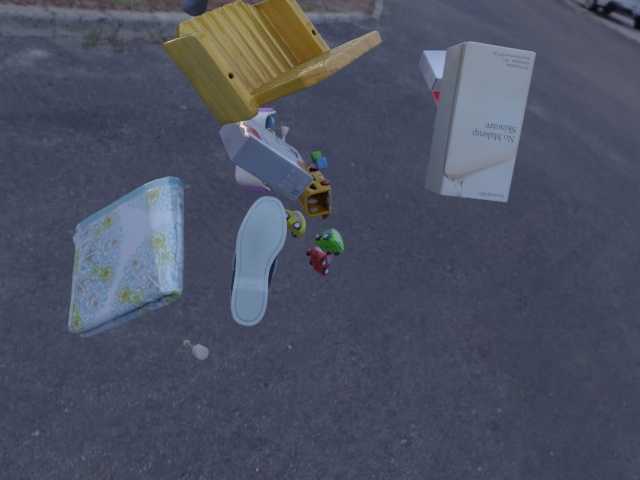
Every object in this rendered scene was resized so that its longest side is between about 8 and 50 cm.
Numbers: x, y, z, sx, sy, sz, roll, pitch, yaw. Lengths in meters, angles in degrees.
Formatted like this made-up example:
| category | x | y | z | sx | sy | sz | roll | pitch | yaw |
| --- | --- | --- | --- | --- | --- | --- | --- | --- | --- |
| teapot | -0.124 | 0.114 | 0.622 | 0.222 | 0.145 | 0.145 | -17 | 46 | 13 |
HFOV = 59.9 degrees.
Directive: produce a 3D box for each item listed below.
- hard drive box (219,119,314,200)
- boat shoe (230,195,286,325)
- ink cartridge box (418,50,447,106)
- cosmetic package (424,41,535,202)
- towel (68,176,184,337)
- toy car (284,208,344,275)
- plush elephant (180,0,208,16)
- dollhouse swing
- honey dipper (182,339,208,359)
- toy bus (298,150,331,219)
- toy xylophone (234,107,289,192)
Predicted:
| category | x | y | z | sx | sy | sz | roll | pitch | yaw |
| --- | --- | --- | --- | --- | --- | --- | --- | --- | --- |
| hard drive box | -0.151 | -0.235 | 1.541 | 0.232 | 0.089 | 0.181 | 29 | 20 | -37 |
| boat shoe | -0.156 | 0.046 | 1.305 | 0.114 | 0.303 | 0.091 | 17 | -5 | -13 |
| ink cartridge box | 0.498 | -0.509 | 1.812 | 0.296 | 0.066 | 0.261 | -5 | 58 | -15 |
| cosmetic package | 0.333 | -0.247 | 1.184 | 0.160 | 0.310 | 0.113 | 4 | 11 | -9 |
| towel | -0.481 | 0.046 | 1.385 | 0.090 | 0.374 | 0.321 | 28 | 45 | -51 |
| toy car | 0.000 | 0.000 | 1.486 | 0.053 | 0.239 | 0.225 | -46 | 23 | -22 |
| plush elephant | -0.363 | -0.826 | 1.457 | 0.255 | 0.330 | 0.272 | 48 | 14 | 17 |
| dollhouse swing | -0.097 | -0.467 | 1.264 | 0.315 | 0.305 | 0.347 | 53 | 51 | -8 |
| honey dipper | -0.295 | 0.248 | 1.290 | 0.030 | 0.031 | 0.160 | 1 | 0 | -27 |
| toy bus | -0.036 | -0.161 | 1.732 | 0.104 | 0.202 | 0.191 | -14 | 83 | -14 |
| toy xylophone | -0.218 | -0.333 | 2.072 | 0.236 | 0.323 | 0.081 | 17 | 11 | 26 |
